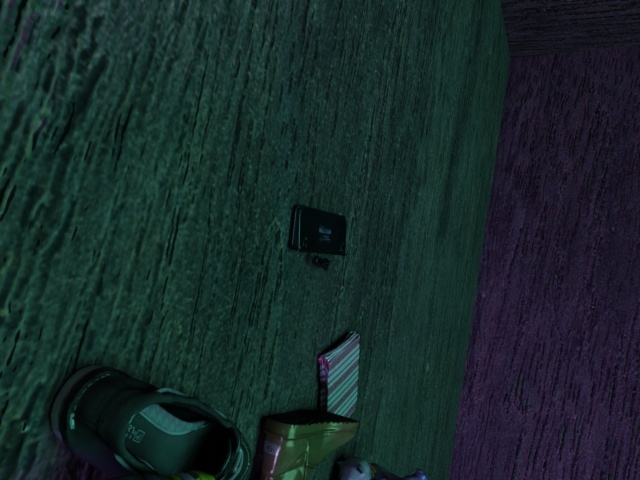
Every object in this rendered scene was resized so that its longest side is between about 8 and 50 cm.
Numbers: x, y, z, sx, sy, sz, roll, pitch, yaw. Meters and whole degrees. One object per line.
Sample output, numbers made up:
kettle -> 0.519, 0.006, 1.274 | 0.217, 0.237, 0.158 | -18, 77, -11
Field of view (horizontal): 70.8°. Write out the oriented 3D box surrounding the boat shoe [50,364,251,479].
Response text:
boat shoe -> -0.155, 0.247, 0.522 | 0.112, 0.095, 0.335 | -66, 146, -28

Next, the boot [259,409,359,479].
boot -> -0.040, 0.439, 0.775 | 0.236, 0.089, 0.270 | 19, 77, -45

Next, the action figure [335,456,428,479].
action figure -> 0.076, 0.640, 1.004 | 0.341, 0.178, 0.331 | -16, 105, -30

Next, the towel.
towel -> 0.039, 0.304, 0.945 | 0.144, 0.029, 0.197 | -21, 116, -57

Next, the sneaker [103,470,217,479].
sneaker -> -0.176, 0.341, 0.357 | 0.121, 0.111, 0.300 | 29, 46, -30

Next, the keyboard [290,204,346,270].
keyboard -> 0.000, 0.000, 0.820 | 0.180, 0.023, 0.108 | 8, 82, -60
